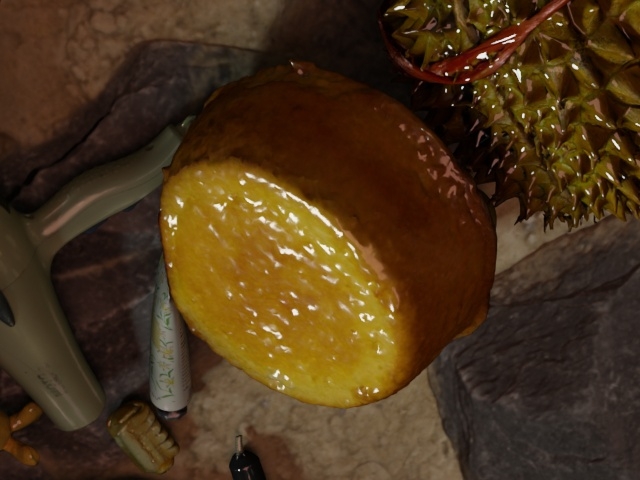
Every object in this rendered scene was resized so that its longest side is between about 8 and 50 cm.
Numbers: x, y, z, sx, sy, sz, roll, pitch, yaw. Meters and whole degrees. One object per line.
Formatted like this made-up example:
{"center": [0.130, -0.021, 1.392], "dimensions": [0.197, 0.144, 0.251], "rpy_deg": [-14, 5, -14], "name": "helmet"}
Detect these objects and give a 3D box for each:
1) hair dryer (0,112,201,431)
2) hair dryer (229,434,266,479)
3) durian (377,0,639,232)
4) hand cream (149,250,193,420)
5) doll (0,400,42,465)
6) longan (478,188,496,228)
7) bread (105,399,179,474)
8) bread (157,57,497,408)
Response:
{"center": [-0.222, 0.042, 1.176], "dimensions": [0.298, 0.119, 0.295], "rpy_deg": [-14, 123, -19], "name": "hair dryer"}
{"center": [-0.045, 0.296, 1.340], "dimensions": [0.124, 0.071, 0.219], "rpy_deg": [-21, 108, -3], "name": "hair dryer"}
{"center": [0.211, -0.193, 1.034], "dimensions": [0.348, 0.347, 0.384], "rpy_deg": [-37, 143, 6], "name": "durian"}
{"center": [-0.144, 0.097, 1.209], "dimensions": [0.042, 0.067, 0.194], "rpy_deg": [-2, 132, -5], "name": "hand cream"}
{"center": [-0.353, 0.169, 1.205], "dimensions": [0.179, 0.102, 0.089], "rpy_deg": [5, 152, -14], "name": "doll"}
{"center": [0.138, -0.016, 1.230], "dimensions": [0.083, 0.075, 0.075], "rpy_deg": [-9, 125, -54], "name": "longan"}
{"center": [-0.176, 0.196, 1.278], "dimensions": [0.049, 0.034, 0.088], "rpy_deg": [-40, 120, -8], "name": "bread"}
{"center": [0.002, 0.004, 1.086], "dimensions": [0.172, 0.312, 0.312], "rpy_deg": [-51, 123, -36], "name": "bread"}
